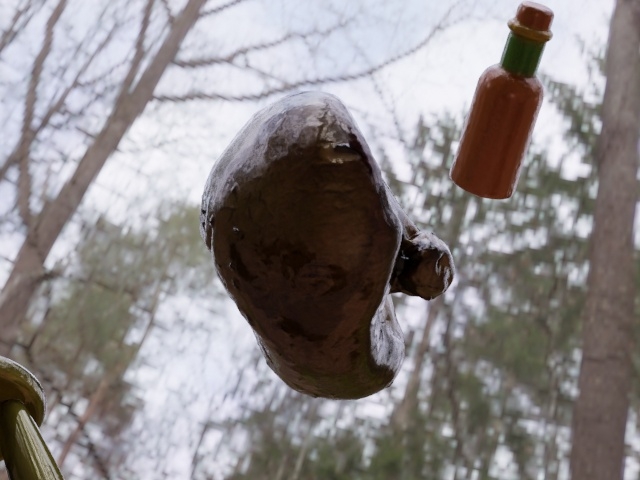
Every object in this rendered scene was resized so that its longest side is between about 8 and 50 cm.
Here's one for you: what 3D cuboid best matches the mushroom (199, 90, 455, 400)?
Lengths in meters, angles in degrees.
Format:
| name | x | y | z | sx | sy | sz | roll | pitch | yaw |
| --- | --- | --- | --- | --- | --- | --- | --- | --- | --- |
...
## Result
| name | x | y | z | sx | sy | sz | roll | pitch | yaw |
| --- | --- | --- | --- | --- | --- | --- | --- | --- | --- |
| mushroom | -0.013 | 0.007 | 1.071 | 0.194 | 0.138 | 0.231 | 45 | -23 | 38 |

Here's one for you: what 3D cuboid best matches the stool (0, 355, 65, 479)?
| name | x | y | z | sx | sy | sz | roll | pitch | yaw |
| --- | --- | --- | --- | --- | --- | --- | --- | --- | --- |
| stool | -0.184 | 0.125 | 0.773 | 0.135 | 0.110 | 0.134 | -16 | -34 | 3 |

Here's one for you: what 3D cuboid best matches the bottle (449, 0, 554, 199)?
| name | x | y | z | sx | sy | sz | roll | pitch | yaw |
| --- | --- | --- | --- | --- | --- | --- | --- | --- | --- |
| bottle | 0.179 | -0.134 | 1.505 | 0.069 | 0.069 | 0.187 | 18 | -68 | 1 |
